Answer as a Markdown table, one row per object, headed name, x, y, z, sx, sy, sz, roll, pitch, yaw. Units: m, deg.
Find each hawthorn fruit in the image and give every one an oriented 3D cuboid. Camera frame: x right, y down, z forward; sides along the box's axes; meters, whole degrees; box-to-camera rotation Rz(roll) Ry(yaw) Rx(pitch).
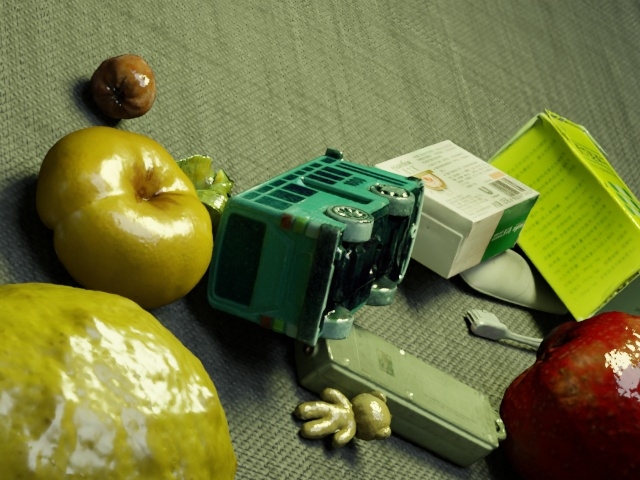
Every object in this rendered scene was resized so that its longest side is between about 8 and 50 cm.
| name | x | y | z | sx | sy | sz | roll | pitch | yaw |
| --- | --- | --- | --- | --- | --- | --- | --- | --- | --- |
| hawthorn fruit | -0.188 | -0.160 | 1.837 | 0.067 | 0.067 | 0.103 | 44 | 29 | -12 |
| hawthorn fruit | 0.313 | 0.215 | 1.983 | 0.266 | 0.210 | 0.230 | 64 | 16 | -5 |

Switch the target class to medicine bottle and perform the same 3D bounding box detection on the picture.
| name | x | y | z | sx | sy | sz | roll | pitch | yaw |
| --- | --- | --- | --- | --- | --- | --- | --- | --- | --- |
| medicine bottle | 0.317 | -0.020 | 2.250 | 0.137 | 0.141 | 0.250 | 12 | 38 | -57 |

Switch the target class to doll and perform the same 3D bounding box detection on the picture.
| name | x | y | z | sx | sy | sz | roll | pitch | yaw |
| --- | --- | --- | --- | --- | --- | --- | --- | --- | --- |
| doll | 0.023 | 0.167 | 1.777 | 0.093 | 0.051 | 0.061 | 14 | 53 | -45 |

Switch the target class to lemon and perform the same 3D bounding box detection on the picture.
| name | x | y | z | sx | sy | sz | roll | pitch | yaw |
| --- | --- | --- | --- | --- | --- | --- | --- | --- | --- |
| lemon | -0.216 | 0.158 | 1.263 | 0.316 | 0.285 | 0.285 | 8 | 44 | -13 |

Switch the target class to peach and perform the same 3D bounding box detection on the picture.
| name | x | y | z | sx | sy | sz | roll | pitch | yaw |
| --- | --- | --- | --- | --- | --- | --- | --- | --- | --- |
| peach | -0.177 | -0.022 | 1.662 | 0.179 | 0.103 | 0.179 | 37 | 30 | -25 |

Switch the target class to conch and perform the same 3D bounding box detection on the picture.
| name | x | y | z | sx | sy | sz | roll | pitch | yaw |
| --- | --- | --- | --- | --- | --- | --- | --- | --- | --- |
| conch | -0.118 | -0.044 | 1.791 | 0.089 | 0.074 | 0.121 | 50 | 32 | -24 |

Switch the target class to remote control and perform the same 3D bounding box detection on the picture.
| name | x | y | z | sx | sy | sz | roll | pitch | yaw |
| --- | --- | --- | --- | --- | --- | --- | --- | --- | --- |
| remote control | 0.227 | 0.035 | 2.204 | 0.229 | 0.044 | 0.073 | 17 | 40 | -45 |

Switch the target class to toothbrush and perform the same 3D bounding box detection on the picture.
| name | x | y | z | sx | sy | sz | roll | pitch | yaw |
| --- | --- | --- | --- | --- | --- | --- | --- | --- | --- |
| toothbrush | 0.291 | 0.127 | 2.213 | 0.354 | 0.024 | 0.029 | 17 | 35 | -43 |

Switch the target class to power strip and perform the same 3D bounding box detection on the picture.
| name | x | y | z | sx | sy | sz | roll | pitch | yaw |
| --- | --- | --- | --- | --- | --- | --- | --- | --- | --- |
| power strip | 0.079 | 0.152 | 1.870 | 0.272 | 0.052 | 0.078 | 30 | 36 | -34 |

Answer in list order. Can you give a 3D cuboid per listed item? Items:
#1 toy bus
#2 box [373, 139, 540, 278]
| name | x | y | z | sx | sy | sz | roll | pitch | yaw |
| --- | --- | --- | --- | --- | --- | --- | --- | --- | --- |
| toy bus | 0.000 | 0.000 | 1.804 | 0.147 | 0.128 | 0.256 | 18 | 18 | 17 |
| box | 0.143 | -0.038 | 2.092 | 0.135 | 0.081 | 0.199 | 32 | 22 | 20 |
